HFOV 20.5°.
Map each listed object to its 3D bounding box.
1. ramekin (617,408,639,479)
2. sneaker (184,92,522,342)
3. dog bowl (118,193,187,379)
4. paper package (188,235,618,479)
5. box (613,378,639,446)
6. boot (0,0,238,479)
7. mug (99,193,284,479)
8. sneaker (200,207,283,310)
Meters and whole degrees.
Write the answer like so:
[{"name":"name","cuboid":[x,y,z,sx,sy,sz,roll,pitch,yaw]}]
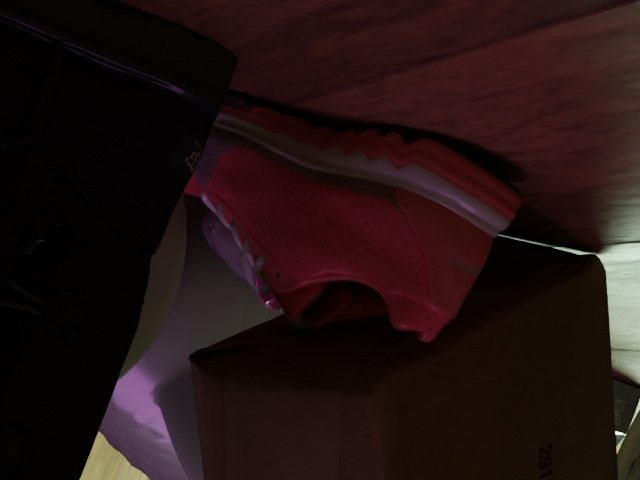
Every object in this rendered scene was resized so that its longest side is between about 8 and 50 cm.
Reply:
[{"name":"ramekin","cuboid":[0.308,0.168,1.389,0.109,0.207,0.207,29,172,2]},{"name":"sneaker","cuboid":[-0.019,-0.013,1.195,0.313,0.136,0.116,13,168,42]},{"name":"dog bowl","cuboid":[-0.231,-0.006,1.293,0.265,0.265,0.104,27,166,-39]},{"name":"paper package","cuboid":[0.073,0.192,1.276,0.168,0.325,0.309,8,-160,39]},{"name":"box","cuboid":[0.240,0.166,2.001,0.231,0.056,0.183,19,170,10]},{"name":"boot","cuboid":[-0.292,0.037,1.085,0.367,0.445,0.146,19,171,9]},{"name":"mug","cuboid":[-0.066,0.127,1.525,0.328,0.276,0.374,40,-159,-41]},{"name":"sneaker","cuboid":[0.000,0.000,1.402,0.111,0.103,0.252,38,-171,32]}]
